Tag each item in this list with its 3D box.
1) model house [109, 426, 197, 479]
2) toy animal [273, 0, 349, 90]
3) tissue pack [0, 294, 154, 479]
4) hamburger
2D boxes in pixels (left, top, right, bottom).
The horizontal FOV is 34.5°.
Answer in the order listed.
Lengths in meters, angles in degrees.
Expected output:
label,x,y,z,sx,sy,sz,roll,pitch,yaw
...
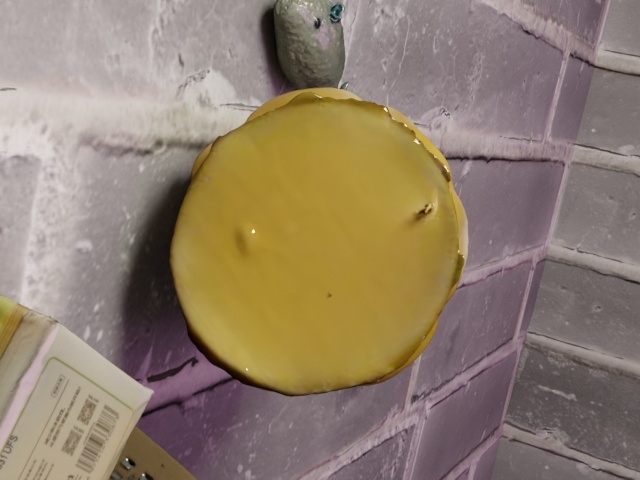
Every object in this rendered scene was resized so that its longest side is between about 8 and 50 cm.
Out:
label,x,y,z,sx,sy,sz,roll,pitch,yaw
model house,-0.189,0.316,0.886,0.248,0.176,0.181,-44,147,-22
toy animal,0.004,-0.181,1.090,0.079,0.070,0.253,-53,157,-8
tissue pack,-0.233,0.162,0.687,0.234,0.125,0.159,-65,155,-17
hamburger,0.000,0.000,0.961,0.237,0.276,0.277,-43,148,-87
